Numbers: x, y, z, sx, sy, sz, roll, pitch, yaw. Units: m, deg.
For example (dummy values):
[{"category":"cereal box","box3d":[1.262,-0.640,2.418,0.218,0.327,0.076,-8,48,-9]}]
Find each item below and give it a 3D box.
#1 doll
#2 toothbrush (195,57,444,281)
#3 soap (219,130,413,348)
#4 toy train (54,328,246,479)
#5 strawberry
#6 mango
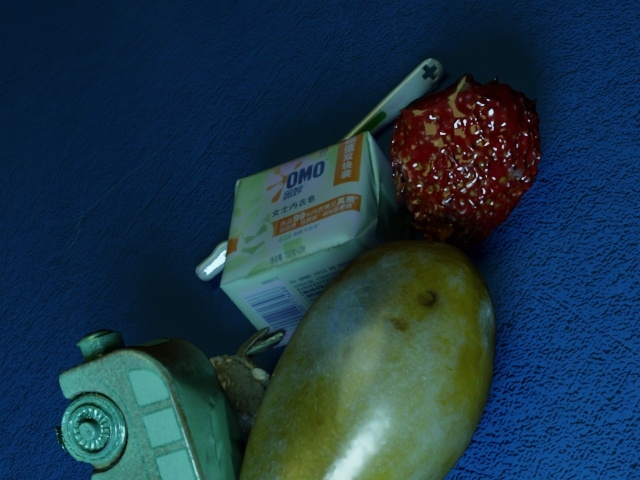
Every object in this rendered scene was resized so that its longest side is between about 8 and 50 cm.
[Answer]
[{"category":"doll","box3d":[-0.106,0.186,1.598,0.105,0.115,0.221,9,49,3]},{"category":"toothbrush","box3d":[0.000,-0.090,1.843,0.418,0.042,0.040,-42,6,0]},{"category":"soap","box3d":[0.000,0.000,1.675,0.199,0.138,0.182,-19,41,26]},{"category":"toy train","box3d":[-0.156,0.239,1.448,0.159,0.129,0.326,-20,85,18]},{"category":"strawberry","box3d":[0.162,-0.083,1.610,0.186,0.184,0.202,2,83,36]},{"category":"mango","box3d":[0.045,0.169,1.417,0.221,0.199,0.384,6,58,45]}]
